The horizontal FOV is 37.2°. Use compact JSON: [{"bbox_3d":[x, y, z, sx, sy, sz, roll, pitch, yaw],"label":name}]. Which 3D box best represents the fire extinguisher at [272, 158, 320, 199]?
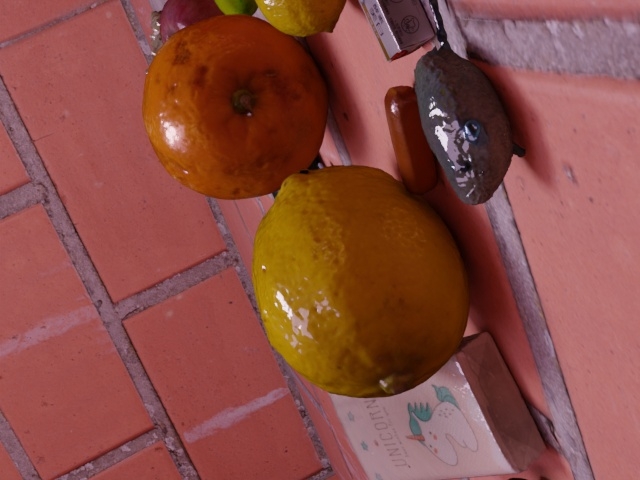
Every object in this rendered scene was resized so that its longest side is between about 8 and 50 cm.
[{"bbox_3d":[0.000,0.000,1.597,0.311,0.114,0.095,63,178,-2],"label":"fire extinguisher"}]

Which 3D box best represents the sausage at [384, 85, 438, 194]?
[{"bbox_3d":[0.098,-0.110,1.034,0.039,0.041,0.131,-121,11,-54],"label":"sausage"}]

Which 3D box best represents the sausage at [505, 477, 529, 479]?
[{"bbox_3d":[0.287,0.372,1.100,0.102,0.102,0.330,69,168,-22],"label":"sausage"}]

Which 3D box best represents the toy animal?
[{"bbox_3d":[0.115,-0.156,0.825,0.079,0.070,0.252,-8,96,43],"label":"toy animal"}]

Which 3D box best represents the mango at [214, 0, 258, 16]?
[{"bbox_3d":[-0.147,-0.409,1.409,0.117,0.089,0.163,50,163,54],"label":"mango"}]

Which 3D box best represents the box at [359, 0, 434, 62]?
[{"bbox_3d":[0.042,-0.282,0.914,0.218,0.040,0.055,65,171,-4],"label":"box"}]

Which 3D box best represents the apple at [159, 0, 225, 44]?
[{"bbox_3d":[-0.212,-0.375,1.686,0.153,0.120,0.153,35,147,27],"label":"apple"}]

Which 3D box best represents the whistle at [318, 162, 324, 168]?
[{"bbox_3d":[0.019,-0.094,1.498,0.083,0.029,0.033,53,-177,34],"label":"whistle"}]

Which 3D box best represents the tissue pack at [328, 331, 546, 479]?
[{"bbox_3d":[0.139,0.232,1.258,0.170,0.071,0.325,62,147,1],"label":"tissue pack"}]

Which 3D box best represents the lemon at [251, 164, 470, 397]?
[{"bbox_3d":[0.042,0.042,1.112,0.245,0.245,0.319,78,172,-53],"label":"lemon"}]

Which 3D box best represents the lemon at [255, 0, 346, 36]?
[{"bbox_3d":[-0.023,-0.285,1.041,0.133,0.109,0.109,60,173,-29],"label":"lemon"}]

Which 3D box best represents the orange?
[{"bbox_3d":[-0.118,-0.184,1.327,0.261,0.261,0.261,61,169,20],"label":"orange"}]

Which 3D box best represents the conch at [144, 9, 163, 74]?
[{"bbox_3d":[-0.237,-0.315,1.886,0.324,0.186,0.263,65,-172,2],"label":"conch"}]
